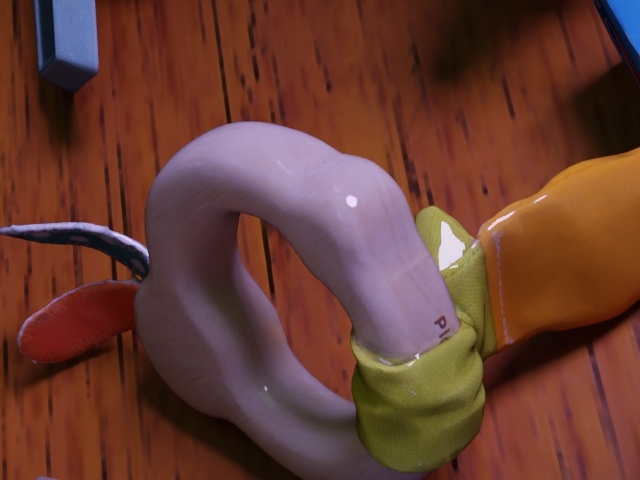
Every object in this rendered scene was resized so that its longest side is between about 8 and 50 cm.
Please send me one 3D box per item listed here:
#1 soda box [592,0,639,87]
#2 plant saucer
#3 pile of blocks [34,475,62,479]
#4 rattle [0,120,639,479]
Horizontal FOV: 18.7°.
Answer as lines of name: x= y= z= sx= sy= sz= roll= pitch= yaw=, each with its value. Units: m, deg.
soda box: x=0.189 y=-0.107 z=0.609 sx=0.210 sy=0.071 sz=0.067 roll=-29 pitch=49 yaw=8
plant saucer: x=-0.103 y=-0.155 z=0.748 sx=0.018 sy=0.067 sz=0.192 roll=-4 pitch=89 yaw=-15
pile of blocks: x=0.036 y=0.176 z=0.487 sx=0.362 sy=0.149 sz=0.113 roll=24 pitch=106 yaw=45
rattle: x=0.000 y=0.000 z=0.642 sx=0.143 sy=0.130 sz=0.199 roll=-50 pitch=22 yaw=-24
